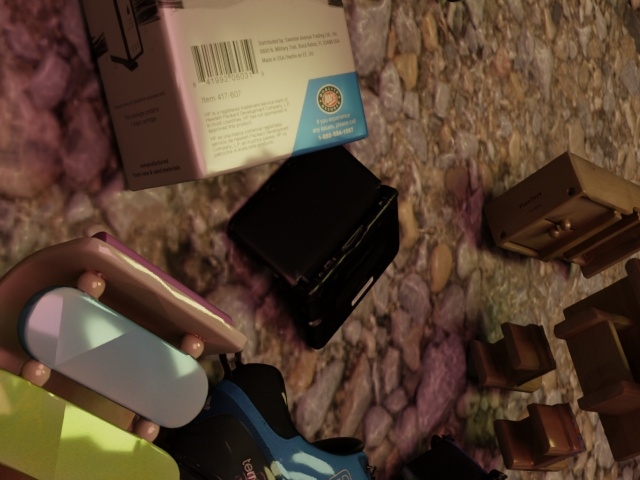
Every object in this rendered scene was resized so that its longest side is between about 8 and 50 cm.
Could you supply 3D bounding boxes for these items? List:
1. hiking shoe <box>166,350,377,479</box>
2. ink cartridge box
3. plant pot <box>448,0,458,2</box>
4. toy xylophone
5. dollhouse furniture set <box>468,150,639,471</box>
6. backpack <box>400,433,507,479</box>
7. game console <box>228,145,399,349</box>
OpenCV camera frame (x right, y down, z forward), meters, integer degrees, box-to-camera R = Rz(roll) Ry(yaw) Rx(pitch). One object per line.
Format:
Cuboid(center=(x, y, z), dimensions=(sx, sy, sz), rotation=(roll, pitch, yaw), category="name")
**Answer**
Cuboid(center=(0.016, 0.206, 0.583), dimensions=(0.304, 0.113, 0.132), rotation=(48, 60, -30), category="hiking shoe")
Cuboid(center=(-0.064, -0.147, 0.542), dimensions=(0.148, 0.086, 0.203), rotation=(-19, 100, -41), category="ink cartridge box")
Cuboid(center=(0.193, -0.333, 0.730), dimensions=(0.167, 0.188, 0.187), rotation=(-38, 113, -50), category="plant pot")
Cuboid(center=(-0.184, 0.139, 0.414), dimensions=(0.236, 0.081, 0.322), rotation=(29, 76, -37), category="toy xylophone")
Cuboid(center=(0.261, 0.065, 0.749), dimensions=(0.161, 0.212, 0.242), rotation=(15, 51, -39), category="dollhouse furniture set")
Cuboid(center=(0.109, 0.232, 0.676), dimensions=(0.084, 0.105, 0.114), rotation=(-29, 109, -15), category="backpack")
Cuboid(center=(0.000, 0.000, 0.645), dimensions=(0.122, 0.071, 0.107), rotation=(-49, 149, -31), category="game console")
